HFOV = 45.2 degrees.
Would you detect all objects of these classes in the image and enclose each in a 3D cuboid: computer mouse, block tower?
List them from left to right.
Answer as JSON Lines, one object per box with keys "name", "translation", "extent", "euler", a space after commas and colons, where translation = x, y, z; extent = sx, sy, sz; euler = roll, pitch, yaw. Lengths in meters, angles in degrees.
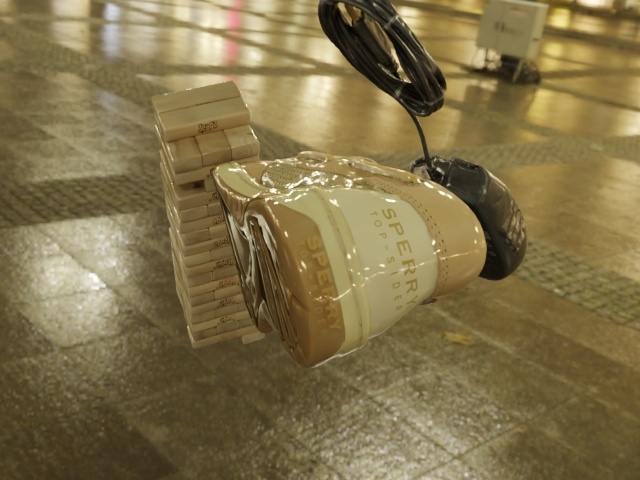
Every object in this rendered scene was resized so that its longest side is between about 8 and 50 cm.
{"name": "block tower", "translation": [-0.123, -0.010, 0.876], "extent": [0.097, 0.335, 0.091], "euler": [-14, 48, -15]}
{"name": "computer mouse", "translation": [0.069, -0.057, 0.444], "extent": [0.071, 0.242, 0.041], "euler": [20, 66, 40]}

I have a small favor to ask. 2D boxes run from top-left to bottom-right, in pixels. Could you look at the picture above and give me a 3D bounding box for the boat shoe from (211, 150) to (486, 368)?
{"name": "boat shoe", "translation": [0.000, 0.000, 0.522], "extent": [0.110, 0.121, 0.341], "euler": [-16, 13, -12]}
